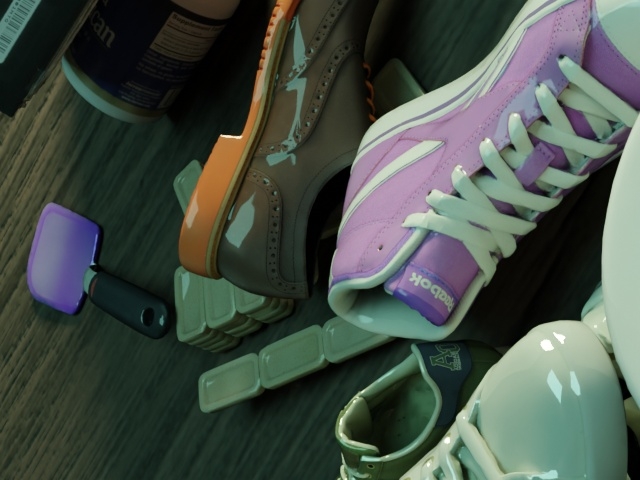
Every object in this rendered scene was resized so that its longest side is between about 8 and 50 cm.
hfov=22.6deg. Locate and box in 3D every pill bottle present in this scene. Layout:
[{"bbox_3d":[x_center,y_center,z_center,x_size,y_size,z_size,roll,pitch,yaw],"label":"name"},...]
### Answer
[{"bbox_3d":[-0.120,-0.180,1.229,0.169,0.094,0.094,-52,44,27],"label":"pill bottle"}]

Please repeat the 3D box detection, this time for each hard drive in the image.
[{"bbox_3d":[-0.166,-0.251,1.209,0.237,0.064,0.339,-54,15,20],"label":"hard drive"}]

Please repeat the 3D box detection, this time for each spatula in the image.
[{"bbox_3d":[-0.176,0.034,1.262,0.296,0.030,0.084,23,97,63],"label":"spatula"}]

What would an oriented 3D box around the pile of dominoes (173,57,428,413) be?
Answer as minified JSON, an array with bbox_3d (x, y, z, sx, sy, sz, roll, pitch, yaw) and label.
[{"bbox_3d":[0.000,0.000,1.090,0.251,0.040,0.196,-25,59,35],"label":"pile of dominoes"}]

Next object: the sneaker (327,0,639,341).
[{"bbox_3d":[0.106,-0.031,0.859,0.282,0.102,0.161,-38,24,46],"label":"sneaker"}]

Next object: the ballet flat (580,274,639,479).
[{"bbox_3d":[0.162,0.078,0.813,0.074,0.074,0.203,-32,55,41],"label":"ballet flat"}]

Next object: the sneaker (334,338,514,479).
[{"bbox_3d":[0.036,0.121,0.947,0.192,0.086,0.064,-49,45,30],"label":"sneaker"}]

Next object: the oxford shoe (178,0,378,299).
[{"bbox_3d":[0.006,-0.089,1.046,0.098,0.097,0.271,21,84,15],"label":"oxford shoe"}]

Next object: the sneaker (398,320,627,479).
[{"bbox_3d":[0.060,0.164,0.816,0.106,0.123,0.290,60,141,45],"label":"sneaker"}]

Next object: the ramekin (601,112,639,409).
[{"bbox_3d":[0.252,0.005,0.680,0.277,0.135,0.277,-19,65,47],"label":"ramekin"}]
